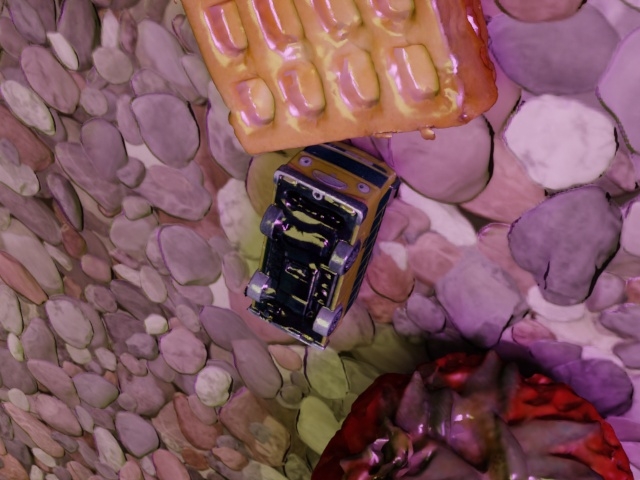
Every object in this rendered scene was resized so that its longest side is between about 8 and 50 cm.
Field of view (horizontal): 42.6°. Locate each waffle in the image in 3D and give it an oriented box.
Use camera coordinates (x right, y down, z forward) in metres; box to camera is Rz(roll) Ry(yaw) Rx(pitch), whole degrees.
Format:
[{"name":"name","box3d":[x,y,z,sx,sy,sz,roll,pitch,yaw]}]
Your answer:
[{"name":"waffle","box3d":[-0.014,-0.225,0.569,0.224,0.098,0.327,-3,120,35]}]

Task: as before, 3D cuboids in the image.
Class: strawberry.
[{"name":"strawberry","box3d":[0.098,0.274,0.718,0.267,0.312,0.351,46,155,24]}]

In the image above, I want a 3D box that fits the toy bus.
[{"name":"toy bus","box3d":[0.000,0.000,0.703,0.088,0.101,0.175,28,135,13]}]
